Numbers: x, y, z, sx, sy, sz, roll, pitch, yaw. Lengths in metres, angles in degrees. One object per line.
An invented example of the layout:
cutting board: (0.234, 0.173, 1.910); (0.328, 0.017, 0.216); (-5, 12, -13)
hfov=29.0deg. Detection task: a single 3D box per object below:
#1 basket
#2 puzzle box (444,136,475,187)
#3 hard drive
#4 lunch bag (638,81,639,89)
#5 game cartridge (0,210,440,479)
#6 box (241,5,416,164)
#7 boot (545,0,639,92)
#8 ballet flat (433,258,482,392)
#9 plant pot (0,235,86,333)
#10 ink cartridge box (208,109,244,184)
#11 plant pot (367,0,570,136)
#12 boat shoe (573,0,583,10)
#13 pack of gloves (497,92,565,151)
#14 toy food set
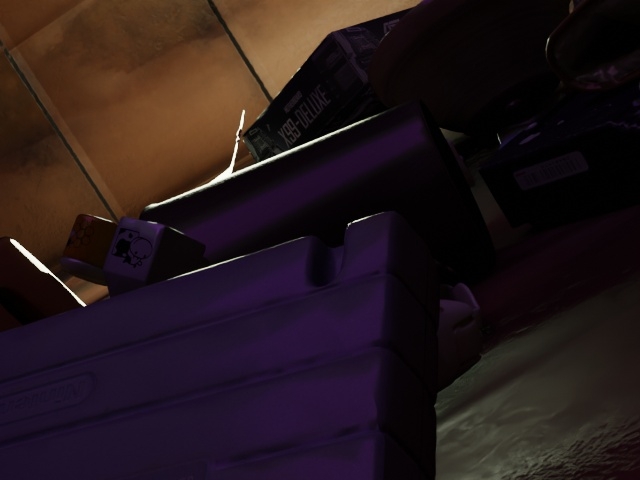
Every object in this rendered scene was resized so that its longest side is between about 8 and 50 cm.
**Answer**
basket: (0.000, 0.000, 0.920); (0.227, 0.154, 0.204); (-26, 26, 10)
puzzle box: (0.015, -0.038, 1.361); (0.272, 0.052, 0.409); (-32, 9, 4)
hard drive: (0.298, -0.134, 0.902); (0.339, 0.064, 0.237); (-39, 12, -35)
lunch bag: (0.309, -0.106, 0.579); (0.243, 0.115, 0.303); (-40, 13, -31)
game cartridge: (-0.120, 0.130, 0.507); (0.355, 0.068, 0.230); (-17, 46, 23)
box: (0.084, -0.196, 1.527); (0.307, 0.076, 0.242); (-24, -12, -36)
boot: (0.307, -0.220, 0.887); (0.236, 0.089, 0.269); (-41, -1, 45)
ballet flat: (0.056, 0.051, 0.733); (0.079, 0.077, 0.221); (-3, 15, 9)
plant pot: (-0.226, 0.134, 0.779); (0.291, 0.203, 0.291); (-31, 10, 6)
ink cartridge box: (-0.137, -0.048, 1.482); (0.056, 0.224, 0.181); (10, 7, -6)
plant pot: (0.178, -0.186, 1.312); (0.237, 0.109, 0.237); (-26, -16, -8)
boat shoe: (0.356, -0.251, 1.120); (0.302, 0.094, 0.109); (-9, 23, 40)
pack of gloves: (0.245, -0.145, 1.193); (0.195, 0.046, 0.232); (-28, 10, 16)
toy food set: (-0.073, 0.058, 0.762); (0.232, 0.111, 0.104); (11, 79, 38)
